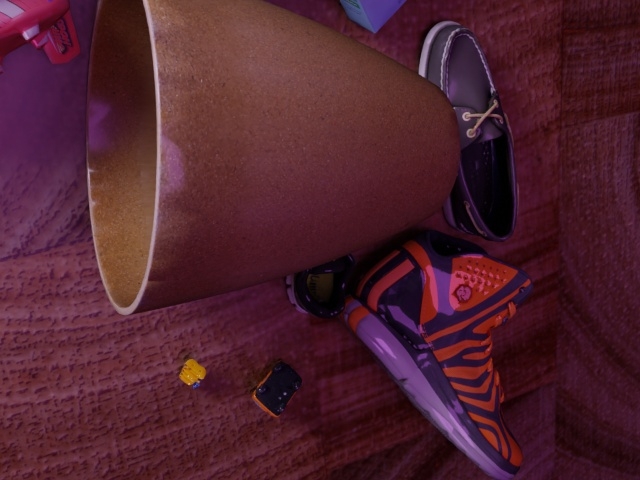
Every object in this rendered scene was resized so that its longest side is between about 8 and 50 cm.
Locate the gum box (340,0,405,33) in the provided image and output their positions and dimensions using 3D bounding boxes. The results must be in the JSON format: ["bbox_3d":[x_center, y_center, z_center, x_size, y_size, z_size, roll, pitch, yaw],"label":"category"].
[{"bbox_3d":[0.057,-0.288,0.574,0.157,0.041,0.184,-47,147,-3],"label":"gum box"}]

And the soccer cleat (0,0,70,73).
[{"bbox_3d":[-0.296,-0.136,0.470,0.248,0.083,0.095,-25,103,-7],"label":"soccer cleat"}]

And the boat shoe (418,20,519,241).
[{"bbox_3d":[0.157,-0.106,0.714,0.081,0.068,0.228,-24,116,-18],"label":"boat shoe"}]

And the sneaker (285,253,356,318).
[{"bbox_3d":[0.000,0.000,0.669,0.063,0.075,0.170,-10,111,-23],"label":"sneaker"}]

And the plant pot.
[{"bbox_3d":[-0.031,-0.072,0.542,0.254,0.237,0.237,-2,108,-28],"label":"plant pot"}]

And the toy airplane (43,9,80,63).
[{"bbox_3d":[-0.196,-0.216,0.527,0.151,0.028,0.151,-12,117,-24],"label":"toy airplane"}]

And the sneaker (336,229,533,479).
[{"bbox_3d":[0.172,0.120,0.765,0.180,0.124,0.321,-43,120,-6],"label":"sneaker"}]

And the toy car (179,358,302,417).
[{"bbox_3d":[-0.080,0.137,0.709,0.122,0.060,0.040,29,137,-14],"label":"toy car"}]
